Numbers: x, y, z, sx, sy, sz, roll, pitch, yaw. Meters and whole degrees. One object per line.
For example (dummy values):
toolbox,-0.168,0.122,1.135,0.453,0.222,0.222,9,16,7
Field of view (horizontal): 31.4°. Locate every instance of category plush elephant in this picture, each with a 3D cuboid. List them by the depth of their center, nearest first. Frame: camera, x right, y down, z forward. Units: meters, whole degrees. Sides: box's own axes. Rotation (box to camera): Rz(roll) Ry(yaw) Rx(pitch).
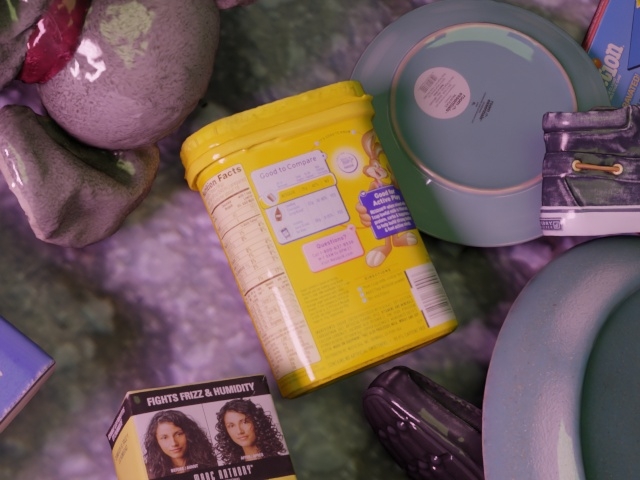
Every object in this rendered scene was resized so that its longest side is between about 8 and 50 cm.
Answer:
plush elephant,-0.163,-0.151,0.643,0.272,0.255,0.330,-48,48,16

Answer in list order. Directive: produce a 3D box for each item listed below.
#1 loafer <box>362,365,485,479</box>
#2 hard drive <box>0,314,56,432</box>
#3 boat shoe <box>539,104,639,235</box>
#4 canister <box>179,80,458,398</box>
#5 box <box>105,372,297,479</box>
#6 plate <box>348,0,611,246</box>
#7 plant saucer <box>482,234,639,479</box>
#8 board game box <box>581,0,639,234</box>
loafer,0.125,0.144,0.701,0.223,0.076,0.078,37,63,-6
hard drive,-0.331,0.044,0.591,0.318,0.040,0.210,39,69,-1
boat shoe,0.229,-0.048,0.744,0.183,0.065,0.083,-3,94,-18
canister,0.000,0.000,0.713,0.126,0.073,0.170,-20,80,-18
box,-0.043,0.188,0.589,0.087,0.058,0.232,-4,60,-25
plate,0.110,-0.087,0.774,0.188,0.024,0.188,1,72,-2
plant saucer,0.237,0.140,0.695,0.317,0.043,0.317,12,65,-28
board game box,0.267,-0.134,0.842,0.145,0.027,0.281,28,70,-5
